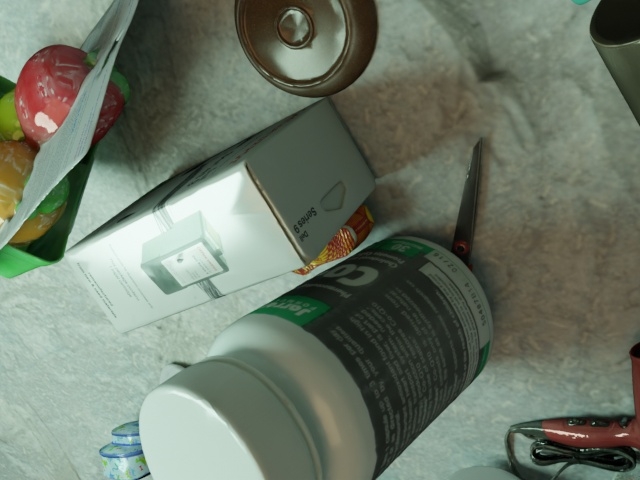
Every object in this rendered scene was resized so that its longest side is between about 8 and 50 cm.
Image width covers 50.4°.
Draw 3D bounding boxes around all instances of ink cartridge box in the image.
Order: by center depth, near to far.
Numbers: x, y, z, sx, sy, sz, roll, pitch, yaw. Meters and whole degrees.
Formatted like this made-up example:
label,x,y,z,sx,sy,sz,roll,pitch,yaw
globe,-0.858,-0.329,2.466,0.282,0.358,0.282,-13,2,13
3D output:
label,x,y,z,sx,sy,sz,roll,pitch,yaw
ink cartridge box,-0.109,-0.029,0.775,0.289,0.211,0.121,-21,108,33

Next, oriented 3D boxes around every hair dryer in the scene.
label,x,y,z,sx,sy,sz,roll,pitch,yaw
hair dryer,0.349,0.237,0.796,0.224,0.080,0.293,21,125,14

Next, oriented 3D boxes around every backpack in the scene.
label,x,y,z,sx,sy,sz,roll,pitch,yaw
backpack,-0.318,0.358,1.168,0.105,0.114,0.084,-7,96,30

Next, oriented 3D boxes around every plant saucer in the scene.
label,x,y,z,sx,sy,sz,roll,pitch,yaw
plant saucer,-0.023,-0.230,0.725,0.169,0.029,0.168,11,123,18

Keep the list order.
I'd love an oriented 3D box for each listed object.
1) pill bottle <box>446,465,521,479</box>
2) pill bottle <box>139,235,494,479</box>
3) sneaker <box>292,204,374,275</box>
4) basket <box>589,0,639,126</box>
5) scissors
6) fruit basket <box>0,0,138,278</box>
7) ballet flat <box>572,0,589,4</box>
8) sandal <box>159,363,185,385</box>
label,x,y,z,sx,sy,sz,roll,pitch,yaw
pill bottle,0.221,0.463,0.938,0.169,0.169,0.301,9,122,21
pill bottle,0.012,0.143,0.701,0.204,0.361,0.204,17,119,34
sneaker,0.000,0.000,0.837,0.175,0.067,0.064,-11,112,49
basket,0.322,-0.116,0.511,0.227,0.154,0.204,39,146,-20
scissors,0.171,0.024,0.794,0.109,0.021,0.297,28,126,11
fruit basket,-0.301,-0.114,0.776,0.353,0.327,0.165,-30,132,32
ballet flat,0.304,-0.249,0.530,0.247,0.083,0.087,-11,126,35
sandal,-0.145,0.269,1.066,0.265,0.076,0.101,33,115,30
